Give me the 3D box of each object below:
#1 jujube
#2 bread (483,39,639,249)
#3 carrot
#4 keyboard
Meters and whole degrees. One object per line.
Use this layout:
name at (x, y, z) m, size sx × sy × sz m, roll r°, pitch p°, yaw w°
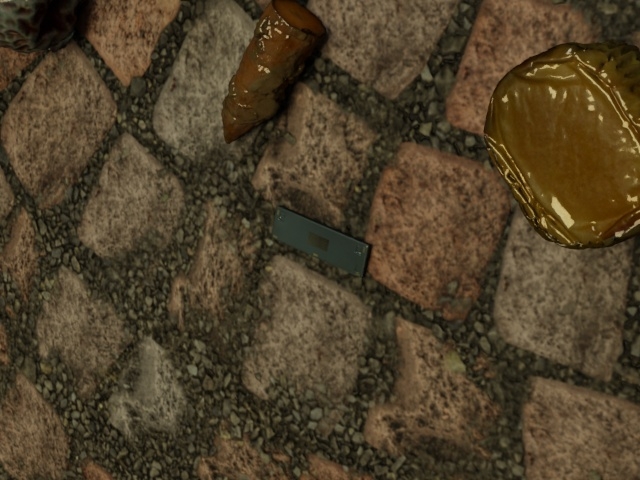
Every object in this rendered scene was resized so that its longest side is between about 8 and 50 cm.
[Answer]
jujube at (-0.545, -0.451, 1.935) m, size 0.317 × 0.226 × 0.226 m, roll 39°, pitch 118°, yaw 18°
bread at (0.331, -0.116, 1.397) m, size 0.227 × 0.142 × 0.253 m, roll -31°, pitch 83°, yaw 34°
carrot at (-0.088, -0.242, 1.718) m, size 0.102 × 0.102 × 0.263 m, roll 49°, pitch 128°, yaw 19°
keyboard at (-0.001, 0.000, 1.732) m, size 0.176 × 0.014 × 0.055 m, roll 24°, pitch 112°, yaw 31°
